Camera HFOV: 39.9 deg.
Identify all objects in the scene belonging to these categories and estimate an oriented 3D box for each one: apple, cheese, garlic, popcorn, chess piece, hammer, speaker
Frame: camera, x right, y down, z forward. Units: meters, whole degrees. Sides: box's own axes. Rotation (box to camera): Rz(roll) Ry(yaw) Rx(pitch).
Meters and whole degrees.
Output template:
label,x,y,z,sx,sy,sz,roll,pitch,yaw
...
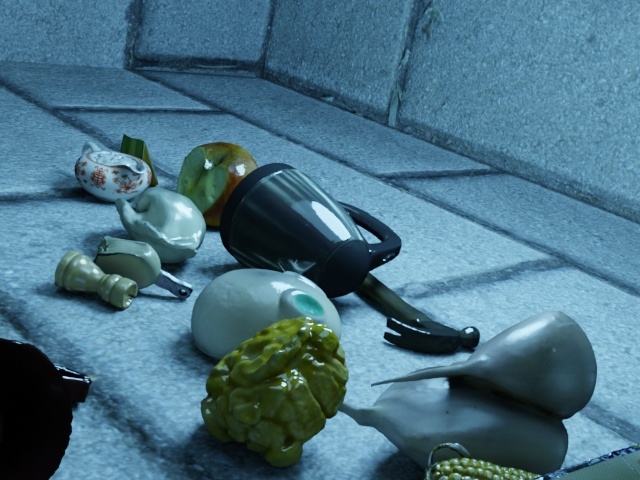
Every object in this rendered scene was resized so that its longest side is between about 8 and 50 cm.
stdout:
label,x,y,z,sx,sy,sz,roll,pitch,yaw
apple,-0.208,-0.119,1.862,0.160,0.173,0.195,-8,31,-42
cheese,-0.290,0.045,1.450,0.171,0.092,0.048,14,45,3
garlic,0.211,0.187,1.141,0.340,0.232,0.246,8,21,-32
popcorn,-0.054,0.181,1.085,0.194,0.140,0.163,-25,34,-6
chess piece,-0.353,0.065,1.402,0.122,0.066,0.066,21,19,11
hammer,0.103,0.093,1.644,0.168,0.044,0.440,2,20,-32
speaker,-0.375,0.145,0.976,0.259,0.198,0.329,-13,20,-26

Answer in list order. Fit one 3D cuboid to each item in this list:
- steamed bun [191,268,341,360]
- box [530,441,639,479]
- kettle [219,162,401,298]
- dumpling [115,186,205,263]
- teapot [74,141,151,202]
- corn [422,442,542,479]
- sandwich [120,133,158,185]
label,x,y,z,sx,sy,sz,roll,pitch,yaw
steamed bun,-0.078,0.111,1.330,0.228,0.131,0.177,10,17,-1
box,0.215,0.315,0.807,0.310,0.198,0.084,-4,22,-38
kettle,-0.012,0.011,1.606,0.271,0.207,0.250,36,6,37
dumpling,-0.292,-0.032,1.614,0.162,0.132,0.250,9,18,-21
teapot,-0.451,-0.147,1.890,0.245,0.116,0.159,29,37,35
corn,0.251,0.314,0.997,0.293,0.106,0.106,15,18,-3
sandwich,-0.410,-0.184,2.011,0.074,0.117,0.074,22,21,26
